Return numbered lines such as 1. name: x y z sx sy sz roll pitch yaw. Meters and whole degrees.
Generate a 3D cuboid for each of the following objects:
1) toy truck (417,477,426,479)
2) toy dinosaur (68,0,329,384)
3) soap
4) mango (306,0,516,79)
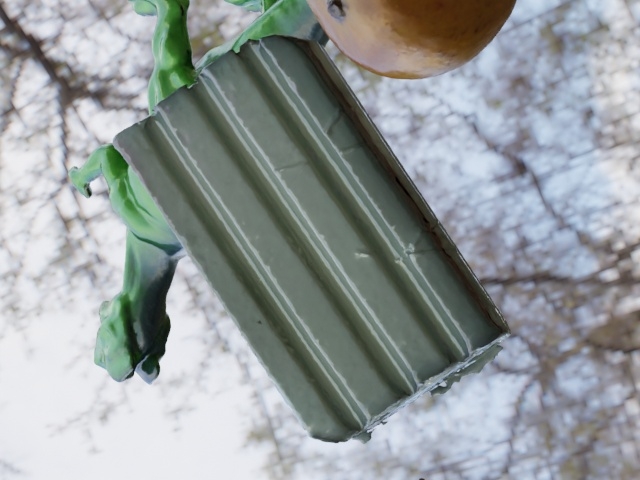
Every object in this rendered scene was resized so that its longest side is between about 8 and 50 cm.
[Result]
1. toy truck: 0.048 0.336 1.385 0.136 0.162 0.305 46 -156 2
2. toy dinosaur: -0.068 -0.056 1.349 0.144 0.500 0.375 8 -94 -32
3. soap: 0.000 0.000 1.091 0.261 0.150 0.094 57 -170 6
4. mango: 0.040 -0.153 0.778 0.115 0.089 0.165 9 -116 -29
